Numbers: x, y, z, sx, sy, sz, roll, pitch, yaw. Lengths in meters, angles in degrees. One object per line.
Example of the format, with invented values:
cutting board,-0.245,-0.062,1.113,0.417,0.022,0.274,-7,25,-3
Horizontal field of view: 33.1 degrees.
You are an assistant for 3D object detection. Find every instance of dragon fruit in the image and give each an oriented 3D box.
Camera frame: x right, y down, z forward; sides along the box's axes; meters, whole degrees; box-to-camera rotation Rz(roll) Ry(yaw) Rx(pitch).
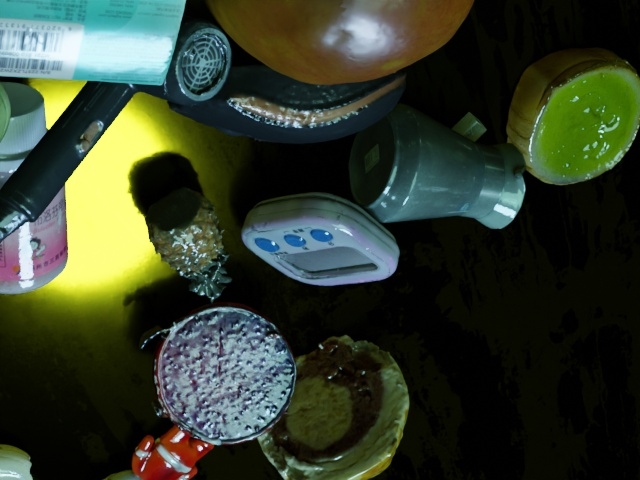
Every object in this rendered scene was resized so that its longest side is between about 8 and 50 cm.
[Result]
dragon fruit,-0.154,0.194,1.663,0.224,0.148,0.218,-12,99,-7

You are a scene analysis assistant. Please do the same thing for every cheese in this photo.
cheese,-0.553,0.380,1.636,0.227,0.064,0.137,-10,126,-19

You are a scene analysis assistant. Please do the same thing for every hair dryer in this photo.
hair dryer,-0.261,-0.123,1.228,0.352,0.189,0.107,-57,141,-15

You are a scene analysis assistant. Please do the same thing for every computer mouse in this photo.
computer mouse,-0.040,-0.182,1.393,0.323,0.183,0.116,-7,98,-21

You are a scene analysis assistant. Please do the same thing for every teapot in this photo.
teapot,0.163,-0.092,1.568,0.225,0.171,0.203,10,158,-24

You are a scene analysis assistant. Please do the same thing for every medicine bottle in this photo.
medicine bottle,-0.386,-0.064,1.331,0.147,0.147,0.247,-8,126,-21

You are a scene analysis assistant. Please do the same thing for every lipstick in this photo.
lipstick,0.194,-0.137,1.646,0.129,0.030,0.030,-45,132,15

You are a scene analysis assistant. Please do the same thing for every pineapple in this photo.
pineapple,-0.178,0.017,1.530,0.108,0.108,0.197,-26,138,-7

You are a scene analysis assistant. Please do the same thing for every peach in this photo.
peach,0.023,-0.329,1.209,0.343,0.343,0.301,-25,107,-8

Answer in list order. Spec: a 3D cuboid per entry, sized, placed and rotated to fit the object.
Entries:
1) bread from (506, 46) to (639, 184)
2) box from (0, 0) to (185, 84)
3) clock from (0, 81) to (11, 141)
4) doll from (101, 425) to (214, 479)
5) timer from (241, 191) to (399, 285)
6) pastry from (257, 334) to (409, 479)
bread,0.399,-0.193,1.682,0.236,0.070,0.236,-14,130,-17
box,-0.277,-0.293,1.100,0.205,0.311,0.118,0,133,-28
clock,-0.536,-0.103,1.179,0.286,0.117,0.348,36,111,-15
doll,-0.287,0.394,1.775,0.245,0.076,0.142,-42,131,3
timer,0.000,0.000,1.558,0.208,0.069,0.191,-9,146,40
pastry,0.026,0.301,1.768,0.256,0.236,0.170,-25,149,-9
